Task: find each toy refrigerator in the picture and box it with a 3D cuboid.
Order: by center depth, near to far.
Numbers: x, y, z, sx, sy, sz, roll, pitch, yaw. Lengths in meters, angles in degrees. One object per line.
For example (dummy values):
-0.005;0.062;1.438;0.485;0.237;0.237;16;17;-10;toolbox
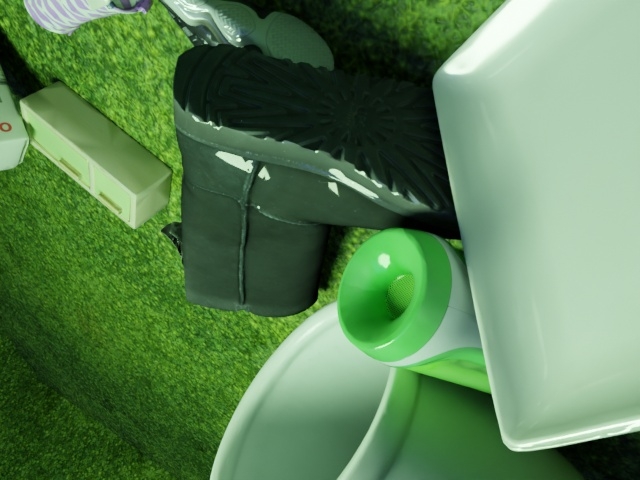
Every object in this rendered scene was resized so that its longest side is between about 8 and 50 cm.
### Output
-0.395;-0.148;0.986;0.270;0.094;0.102;38;143;7;toy refrigerator

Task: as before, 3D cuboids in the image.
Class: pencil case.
-0.310;-0.328;0.746;0.206;0.086;0.088;10;160;39;pencil case

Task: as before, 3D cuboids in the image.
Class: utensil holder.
0.113;0.304;0.710;0.386;0.327;0.328;39;146;-18;utensil holder

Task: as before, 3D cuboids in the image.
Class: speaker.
0.162;0.087;0.555;0.297;0.131;0.131;23;156;-34;speaker

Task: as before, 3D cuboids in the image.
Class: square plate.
0.217;-0.072;0.345;0.049;0.346;0.344;11;150;-28;square plate

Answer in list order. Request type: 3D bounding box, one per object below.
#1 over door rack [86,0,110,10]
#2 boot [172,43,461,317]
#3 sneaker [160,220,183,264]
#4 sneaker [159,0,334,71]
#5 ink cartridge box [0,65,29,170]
-0.085;-0.353;0.442;0.325;0.108;0.239;-8;124;18;over door rack
-0.002;-0.001;0.704;0.367;0.146;0.445;20;147;1;boot
-0.207;0.027;0.983;0.051;0.089;0.170;12;133;36;sneaker
-0.120;-0.220;0.647;0.269;0.101;0.153;38;141;4;sneaker
-0.658;-0.260;0.958;0.122;0.211;0.289;-27;85;51;ink cartridge box
